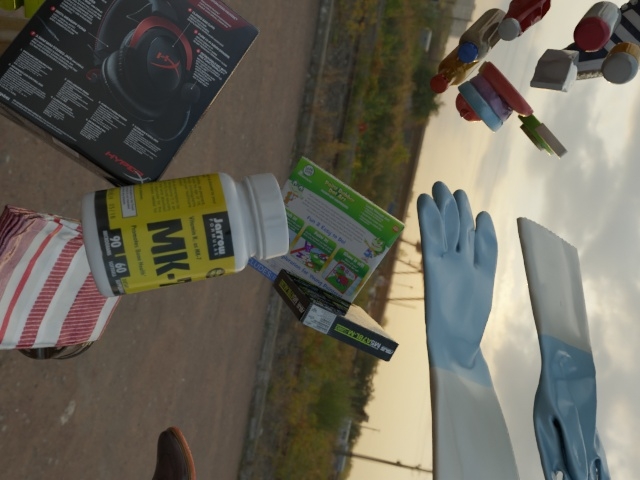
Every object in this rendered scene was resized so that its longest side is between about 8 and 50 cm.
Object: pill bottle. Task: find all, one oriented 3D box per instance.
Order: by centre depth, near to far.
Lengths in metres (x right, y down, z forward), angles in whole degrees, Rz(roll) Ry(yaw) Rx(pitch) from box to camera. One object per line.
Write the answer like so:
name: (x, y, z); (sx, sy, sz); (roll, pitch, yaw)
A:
pill bottle: (-0.148, -0.012, 0.655); (0.119, 0.209, 0.119); (169, -90, -77)

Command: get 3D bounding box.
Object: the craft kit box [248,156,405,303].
craft kit box: (0.000, 0.000, 1.176); (0.246, 0.250, 0.061); (-56, 174, 12)

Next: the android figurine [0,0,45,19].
android figurine: (-0.408, -0.409, 0.974); (0.273, 0.248, 0.056); (-28, -107, 64)

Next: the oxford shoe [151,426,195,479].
oxford shoe: (-0.308, 0.501, 1.138); (0.097, 0.098, 0.271); (-42, -132, 38)

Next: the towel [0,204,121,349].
towel: (-0.429, 0.077, 0.959); (0.237, 0.037, 0.329); (-61, 161, 3)

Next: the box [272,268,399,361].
box: (0.022, 0.130, 1.033); (0.045, 0.191, 0.184); (-61, -155, 2)

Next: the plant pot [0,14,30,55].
plant pot: (-0.463, -0.292, 0.983); (0.236, 0.236, 0.032); (83, 14, -73)

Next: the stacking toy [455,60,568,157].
stacking toy: (0.422, -0.272, 1.350); (0.130, 0.279, 0.309); (-40, 180, 21)

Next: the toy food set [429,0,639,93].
toy food set: (0.252, -0.225, 0.696); (0.104, 0.232, 0.111); (-48, 142, -35)

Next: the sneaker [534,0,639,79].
sneaker: (0.458, -0.331, 0.862); (0.099, 0.282, 0.153); (-19, 103, -50)

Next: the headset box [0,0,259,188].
headset box: (-0.235, -0.229, 0.737); (0.293, 0.218, 0.110); (-60, -163, -13)

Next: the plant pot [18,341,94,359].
plant pot: (-0.574, 0.185, 1.250); (0.165, 0.167, 0.166); (166, -63, -78)

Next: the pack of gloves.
pack of gloves: (0.122, 0.084, 0.390); (0.046, 0.195, 0.232); (-26, -129, 43)
